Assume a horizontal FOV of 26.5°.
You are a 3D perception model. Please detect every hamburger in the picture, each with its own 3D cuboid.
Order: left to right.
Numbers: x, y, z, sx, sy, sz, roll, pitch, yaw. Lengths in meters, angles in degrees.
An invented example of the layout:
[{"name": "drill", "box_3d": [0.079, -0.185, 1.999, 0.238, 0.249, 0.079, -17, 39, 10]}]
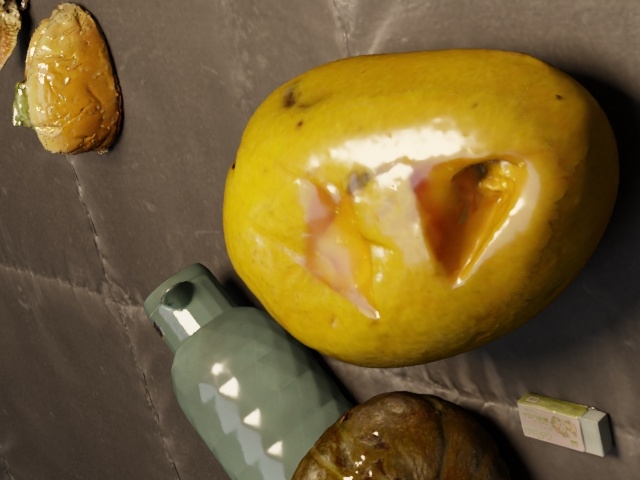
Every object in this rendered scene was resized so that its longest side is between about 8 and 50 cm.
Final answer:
[{"name": "hamburger", "box_3d": [-0.268, -0.151, 1.426, 0.087, 0.102, 0.176, 18, 129, 26]}]

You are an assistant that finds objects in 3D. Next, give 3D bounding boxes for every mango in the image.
[{"name": "mango", "box_3d": [0.075, -0.033, 1.057, 0.365, 0.182, 0.253, -22, 95, 43]}]

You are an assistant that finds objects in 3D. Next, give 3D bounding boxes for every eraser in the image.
[{"name": "eraser", "box_3d": [0.208, 0.156, 1.155, 0.083, 0.019, 0.038, 10, 122, 46]}]

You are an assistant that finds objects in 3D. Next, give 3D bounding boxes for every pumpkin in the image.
[{"name": "pumpkin", "box_3d": [0.073, 0.245, 1.216, 0.162, 0.219, 0.219, -128, 20, -69]}]

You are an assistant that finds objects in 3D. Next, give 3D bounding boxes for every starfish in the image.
[{"name": "starfish", "box_3d": [-0.362, -0.305, 1.473, 0.138, 0.050, 0.247, 41, 134, 23]}]

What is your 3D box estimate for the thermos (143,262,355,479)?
[{"name": "thermos", "box_3d": [-0.066, 0.154, 1.390, 0.286, 0.145, 0.182, 52, 178, 12]}]
